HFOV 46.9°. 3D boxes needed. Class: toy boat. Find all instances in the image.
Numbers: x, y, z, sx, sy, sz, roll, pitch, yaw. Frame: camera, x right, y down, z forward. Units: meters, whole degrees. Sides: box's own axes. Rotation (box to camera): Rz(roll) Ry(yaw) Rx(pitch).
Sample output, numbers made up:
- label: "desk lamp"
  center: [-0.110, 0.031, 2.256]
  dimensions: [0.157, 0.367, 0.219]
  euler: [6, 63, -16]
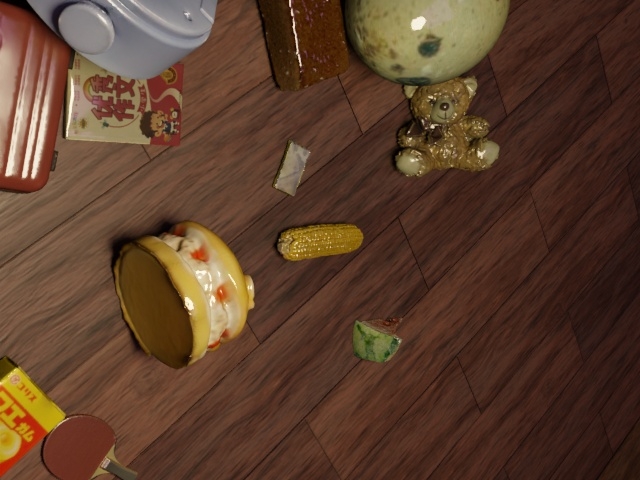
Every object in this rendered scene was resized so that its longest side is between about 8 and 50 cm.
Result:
- label: "toy boat"
  center: [-0.065, -0.162, 1.658]
  dimensions: [0.063, 0.016, 0.115]
  euler: [24, 84, -40]

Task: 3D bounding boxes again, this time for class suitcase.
- label: "suitcase"
  center: [-0.533, -0.231, 1.167]
  dimensions: [0.236, 0.161, 0.297]
  euler: [9, 93, -41]

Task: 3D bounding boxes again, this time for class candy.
- label: "candy"
  center: [-0.599, 0.347, 1.273]
  dimensions: [0.276, 0.088, 0.146]
  euler: [-46, 122, -23]

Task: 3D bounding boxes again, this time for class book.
- label: "book"
  center: [-0.365, -0.265, 1.389]
  dimensions: [0.232, 0.022, 0.162]
  euler: [-2, 99, -40]

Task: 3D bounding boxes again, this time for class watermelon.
- label: "watermelon"
  center: [0.141, 0.248, 1.892]
  dimensions: [0.158, 0.121, 0.097]
  euler: [-68, 171, -70]

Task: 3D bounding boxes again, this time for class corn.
- label: "corn"
  center: [0.000, 0.000, 1.704]
  dimensions: [0.238, 0.080, 0.080]
  euler: [-10, 105, -40]

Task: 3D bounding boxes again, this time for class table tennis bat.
- label: "table tennis bat"
  center: [-0.448, 0.425, 1.457]
  dimensions: [0.220, 0.019, 0.130]
  euler: [45, 70, -34]

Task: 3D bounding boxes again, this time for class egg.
- label: "egg"
  center: [0.227, -0.507, 1.605]
  dimensions: [0.428, 0.345, 0.345]
  euler: [-55, 129, -42]

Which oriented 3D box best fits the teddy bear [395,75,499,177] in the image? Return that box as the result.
- label: "teddy bear"
  center: [0.306, -0.297, 1.849]
  dimensions: [0.267, 0.156, 0.256]
  euler: [-4, 108, -9]

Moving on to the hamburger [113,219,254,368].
- label: "hamburger"
  center: [-0.250, 0.112, 1.417]
  dimensions: [0.186, 0.261, 0.302]
  euler: [-22, 130, -39]

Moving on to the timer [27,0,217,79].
- label: "timer"
  center: [-0.347, -0.433, 1.193]
  dimensions: [0.395, 0.173, 0.395]
  euler: [42, 34, -37]

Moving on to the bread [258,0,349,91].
- label: "bread"
  center: [-0.049, -0.533, 1.539]
  dimensions: [0.165, 0.113, 0.416]
  euler: [-24, 114, -33]
